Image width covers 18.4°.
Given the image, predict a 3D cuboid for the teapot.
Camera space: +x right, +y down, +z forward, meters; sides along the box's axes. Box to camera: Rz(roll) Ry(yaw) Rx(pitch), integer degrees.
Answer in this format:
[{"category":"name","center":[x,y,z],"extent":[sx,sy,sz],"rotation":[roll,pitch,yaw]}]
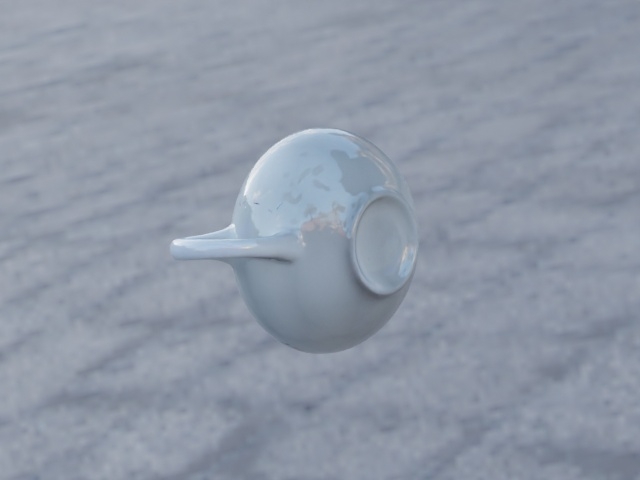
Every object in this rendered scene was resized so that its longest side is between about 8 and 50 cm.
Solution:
[{"category":"teapot","center":[0.000,0.000,1.253],"extent":[0.092,0.145,0.226],"rotation":[-1,-1,41]}]
